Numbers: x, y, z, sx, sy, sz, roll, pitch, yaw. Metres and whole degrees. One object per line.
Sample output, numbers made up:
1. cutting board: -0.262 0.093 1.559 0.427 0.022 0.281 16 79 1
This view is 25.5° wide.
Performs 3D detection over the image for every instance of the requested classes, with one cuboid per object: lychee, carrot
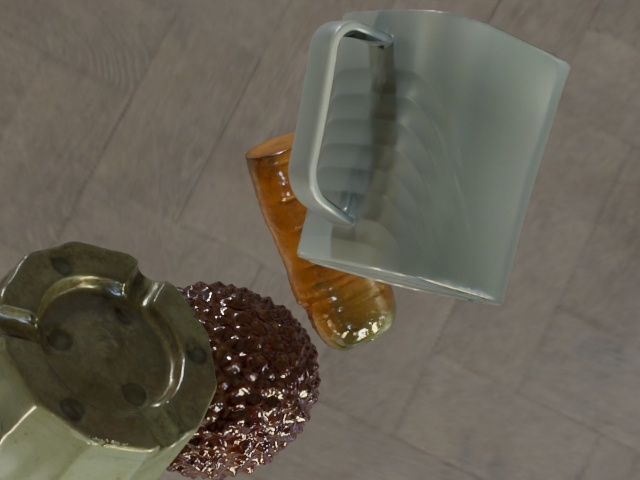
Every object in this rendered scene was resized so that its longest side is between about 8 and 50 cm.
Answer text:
1. lychee: -0.140 0.181 1.816 0.300 0.264 0.264 -3 81 28
2. carrot: 0.000 0.000 1.215 0.087 0.087 0.193 -26 98 -10

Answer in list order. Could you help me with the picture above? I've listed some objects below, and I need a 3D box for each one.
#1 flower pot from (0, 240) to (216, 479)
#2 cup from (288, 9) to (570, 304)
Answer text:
1. flower pot: -0.229 0.141 1.154 0.290 0.259 0.290 23 42 -23
2. cup: 0.041 -0.045 0.666 0.128 0.095 0.129 17 85 -40
